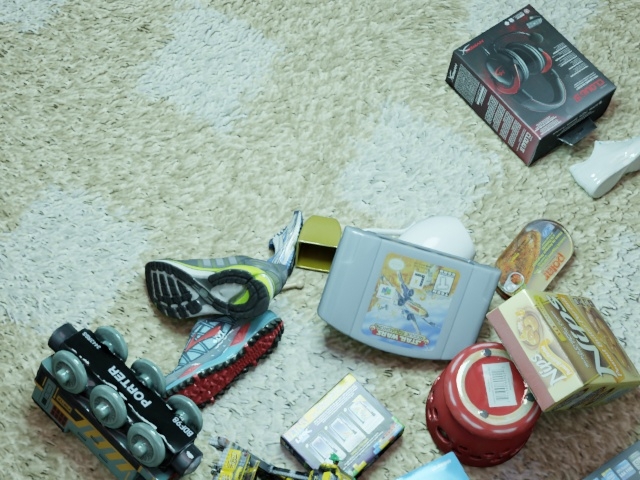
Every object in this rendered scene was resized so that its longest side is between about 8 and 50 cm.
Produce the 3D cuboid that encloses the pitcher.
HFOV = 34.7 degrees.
[{"bbox_3d":[0.166,0.019,1.906,0.207,0.125,0.178,-27,60,-2],"label":"pitcher"}]

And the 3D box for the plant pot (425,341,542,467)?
[{"bbox_3d":[0.281,0.275,1.750,0.191,0.174,0.191,0,63,0],"label":"plant pot"}]

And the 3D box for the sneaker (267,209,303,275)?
[{"bbox_3d":[-0.069,-0.001,1.938,0.058,0.052,0.135,12,63,8],"label":"sneaker"}]

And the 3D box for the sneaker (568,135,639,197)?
[{"bbox_3d":[0.593,-0.176,2.046,0.212,0.080,0.094,-31,57,-15],"label":"sneaker"}]

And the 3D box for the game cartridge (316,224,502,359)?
[{"bbox_3d":[0.155,0.104,1.815,0.297,0.062,0.198,15,98,-12],"label":"game cartridge"}]

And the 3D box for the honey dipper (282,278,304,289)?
[{"bbox_3d":[-0.108,0.092,1.903,0.160,0.030,0.030,-12,65,-12],"label":"honey dipper"}]

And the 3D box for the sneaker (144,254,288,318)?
[{"bbox_3d":[-0.188,0.078,1.837,0.300,0.111,0.121,5,17,31],"label":"sneaker"}]

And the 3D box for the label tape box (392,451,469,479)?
[{"bbox_3d":[0.187,0.554,1.640,0.249,0.115,0.348,-23,62,-13],"label":"label tape box"}]

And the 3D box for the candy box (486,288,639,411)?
[{"bbox_3d":[0.420,0.186,1.734,0.087,0.316,0.183,-39,65,24],"label":"candy box"}]

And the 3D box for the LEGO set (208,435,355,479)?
[{"bbox_3d":[-0.105,0.453,1.586,0.255,0.192,0.331,13,68,41],"label":"LEGO set"}]

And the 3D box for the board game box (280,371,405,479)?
[{"bbox_3d":[0.038,0.337,1.776,0.170,0.048,0.141,-40,70,-19],"label":"board game box"}]

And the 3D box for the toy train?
[{"bbox_3d":[-0.339,0.287,1.709,0.334,0.190,0.142,41,39,12],"label":"toy train"}]

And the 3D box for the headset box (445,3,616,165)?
[{"bbox_3d":[0.434,-0.308,2.079,0.218,0.110,0.293,-33,69,-18],"label":"headset box"}]

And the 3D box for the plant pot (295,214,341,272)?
[{"bbox_3d":[0.000,0.000,1.927,0.081,0.081,0.083,9,52,2],"label":"plant pot"}]

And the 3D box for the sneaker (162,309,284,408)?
[{"bbox_3d":[-0.195,0.200,1.822,0.262,0.104,0.125,-34,52,-22],"label":"sneaker"}]

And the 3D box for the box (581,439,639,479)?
[{"bbox_3d":[0.518,0.513,1.628,0.395,0.097,0.318,-21,63,-32],"label":"box"}]

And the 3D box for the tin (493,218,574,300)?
[{"bbox_3d":[0.404,0.041,1.947,0.106,0.040,0.190,36,68,19],"label":"tin"}]
